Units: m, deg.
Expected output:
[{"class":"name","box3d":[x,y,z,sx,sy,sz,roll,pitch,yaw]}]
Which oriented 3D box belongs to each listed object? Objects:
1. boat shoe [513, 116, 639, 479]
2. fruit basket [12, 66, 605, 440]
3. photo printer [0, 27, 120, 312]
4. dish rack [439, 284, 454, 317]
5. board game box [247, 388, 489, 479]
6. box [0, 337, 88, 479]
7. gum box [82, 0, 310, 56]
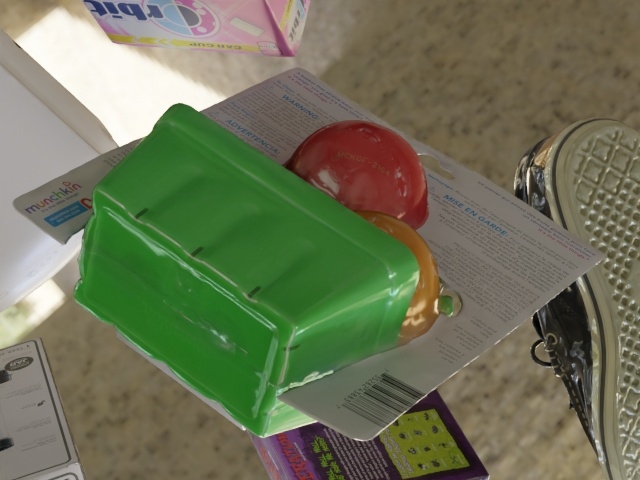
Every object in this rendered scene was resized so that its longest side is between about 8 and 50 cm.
[{"class":"boat shoe","box3d":[0.341,0.100,1.794,0.156,0.187,0.500,6,116,65]},{"class":"fruit basket","box3d":[0.000,0.000,1.185,0.327,0.353,0.165,33,122,21]},{"class":"photo printer","box3d":[-0.349,-0.076,1.425,0.307,0.256,0.107,44,-169,-23]},{"class":"dish rack","box3d":[0.088,0.034,1.685,0.272,0.074,0.208,26,177,5]},{"class":"board game box","box3d":[0.016,0.169,1.690,0.347,0.208,0.056,-121,34,-47]},{"class":"box","box3d":[-0.311,0.205,1.449,0.290,0.169,0.087,-134,28,-65]},{"class":"gum box","box3d":[-0.116,-0.215,1.323,0.188,0.062,0.107,7,156,19]}]
